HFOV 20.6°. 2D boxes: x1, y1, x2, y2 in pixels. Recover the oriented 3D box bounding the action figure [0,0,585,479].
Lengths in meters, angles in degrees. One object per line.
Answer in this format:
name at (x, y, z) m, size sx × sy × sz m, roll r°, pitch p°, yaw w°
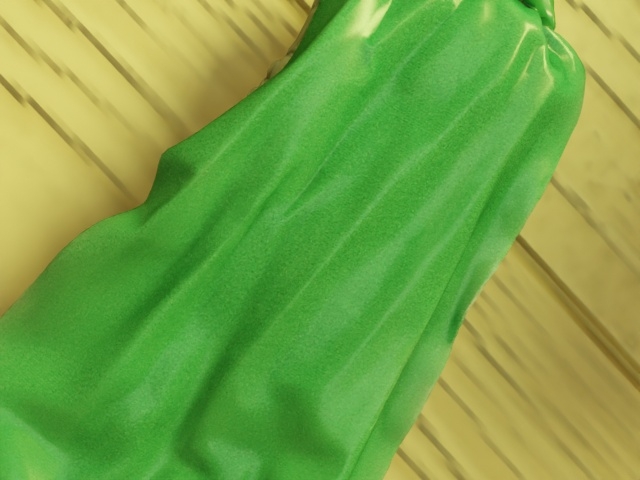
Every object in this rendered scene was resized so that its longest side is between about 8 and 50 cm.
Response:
action figure at (0.000, 0.000, 0.491) m, size 0.137 × 0.063 × 0.232 m, roll 35°, pitch 91°, yaw -4°
